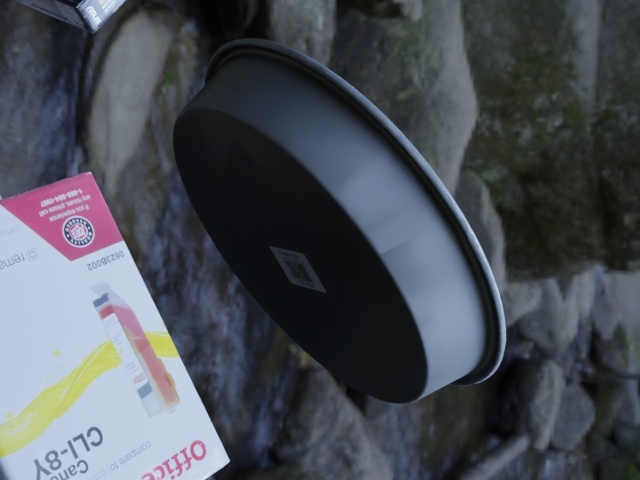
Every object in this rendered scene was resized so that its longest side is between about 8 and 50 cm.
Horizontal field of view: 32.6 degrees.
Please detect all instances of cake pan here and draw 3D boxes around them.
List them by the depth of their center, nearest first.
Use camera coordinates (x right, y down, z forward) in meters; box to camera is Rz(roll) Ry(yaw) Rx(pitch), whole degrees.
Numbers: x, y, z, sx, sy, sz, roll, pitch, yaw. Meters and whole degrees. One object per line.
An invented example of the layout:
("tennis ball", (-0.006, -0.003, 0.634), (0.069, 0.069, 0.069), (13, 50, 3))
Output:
("cake pan", (0.000, 0.000, 0.755), (0.054, 0.293, 0.293), (-40, 135, -21))

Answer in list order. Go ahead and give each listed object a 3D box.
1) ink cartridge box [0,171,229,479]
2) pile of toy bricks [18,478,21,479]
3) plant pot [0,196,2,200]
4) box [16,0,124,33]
("ink cartridge box", (-0.309, 0.152, 1.207), (0.279, 0.160, 0.384), (-27, 92, -52))
("pile of toy bricks", (-0.291, 0.220, 0.839), (0.105, 0.212, 0.118), (-42, 143, -32))
("plant pot", (-0.565, -0.015, 1.567), (0.284, 0.191, 0.284), (-171, -90, -80))
("box", (-0.354, -0.408, 1.579), (0.183, 0.231, 0.056), (-52, 146, -17))
